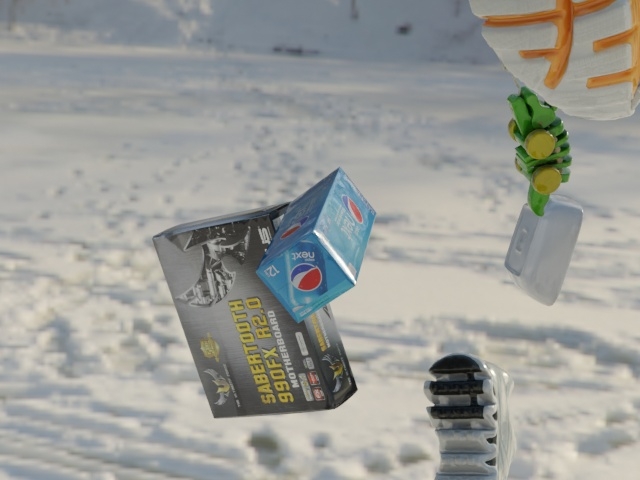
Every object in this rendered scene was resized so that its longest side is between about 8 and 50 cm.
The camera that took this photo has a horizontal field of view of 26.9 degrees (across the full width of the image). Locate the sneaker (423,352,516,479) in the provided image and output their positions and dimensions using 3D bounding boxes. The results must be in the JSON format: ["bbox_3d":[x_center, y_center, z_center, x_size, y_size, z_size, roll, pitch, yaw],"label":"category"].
[{"bbox_3d":[0.185,0.282,1.590,0.110,0.292,0.118,2,-6,34],"label":"sneaker"}]

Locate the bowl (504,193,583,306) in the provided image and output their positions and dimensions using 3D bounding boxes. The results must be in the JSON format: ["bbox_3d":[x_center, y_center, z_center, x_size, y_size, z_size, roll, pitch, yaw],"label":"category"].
[{"bbox_3d":[0.288,0.005,1.756,0.053,0.142,0.142,17,9,-9],"label":"bowl"}]

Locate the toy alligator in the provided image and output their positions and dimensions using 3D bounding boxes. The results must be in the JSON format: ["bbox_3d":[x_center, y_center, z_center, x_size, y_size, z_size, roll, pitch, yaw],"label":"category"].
[{"bbox_3d":[0.213,-0.111,1.294,0.051,0.190,0.056,-19,29,-6],"label":"toy alligator"}]

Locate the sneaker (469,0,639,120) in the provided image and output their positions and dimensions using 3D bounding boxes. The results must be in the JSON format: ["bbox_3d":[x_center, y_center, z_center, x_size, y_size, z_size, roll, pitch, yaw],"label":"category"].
[{"bbox_3d":[0.103,-0.154,0.540,0.083,0.215,0.084,-26,18,-37],"label":"sneaker"}]

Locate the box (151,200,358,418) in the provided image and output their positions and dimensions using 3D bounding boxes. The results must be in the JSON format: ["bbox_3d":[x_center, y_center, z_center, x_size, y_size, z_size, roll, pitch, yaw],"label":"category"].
[{"bbox_3d":[-0.075,0.082,1.503,0.183,0.231,0.056,-9,13,37],"label":"box"}]

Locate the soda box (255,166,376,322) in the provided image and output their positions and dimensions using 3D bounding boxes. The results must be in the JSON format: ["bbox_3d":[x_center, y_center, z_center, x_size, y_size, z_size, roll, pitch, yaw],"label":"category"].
[{"bbox_3d":[0.000,0.000,1.321,0.071,0.067,0.210,-35,11,18],"label":"soda box"}]
